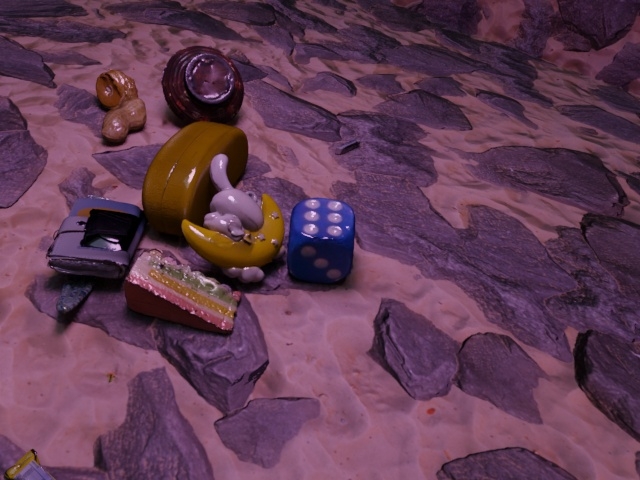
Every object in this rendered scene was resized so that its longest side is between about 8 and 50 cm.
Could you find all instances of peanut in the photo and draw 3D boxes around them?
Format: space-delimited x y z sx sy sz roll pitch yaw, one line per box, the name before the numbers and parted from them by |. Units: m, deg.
peanut | -0.548 -0.337 1.517 0.089 0.089 0.193 18 45 8

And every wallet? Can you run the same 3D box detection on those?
wallet | -0.464 -0.014 1.139 0.170 0.069 0.231 11 31 -11

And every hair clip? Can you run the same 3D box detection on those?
hair clip | -0.483 0.079 1.073 0.066 0.036 0.229 6 29 -14

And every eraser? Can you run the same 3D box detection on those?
eraser | 0.082 -0.283 1.627 0.019 0.027 0.099 42 50 22

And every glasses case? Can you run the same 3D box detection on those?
glasses case | -0.301 -0.171 1.301 0.141 0.173 0.371 13 40 9

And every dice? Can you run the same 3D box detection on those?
dice | 0.000 0.000 1.193 0.146 0.146 0.143 4 43 -2

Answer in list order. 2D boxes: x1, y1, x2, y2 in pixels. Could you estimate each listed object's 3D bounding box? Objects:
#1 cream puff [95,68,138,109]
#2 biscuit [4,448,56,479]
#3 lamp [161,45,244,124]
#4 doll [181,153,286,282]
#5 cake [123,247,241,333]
cream puff | -0.598 -0.441 1.605 0.133 0.119 0.104 43 25 -2
biscuit | -0.334 0.393 0.751 0.292 0.026 0.048 30 48 22
lamp | -0.344 -0.447 1.586 0.247 0.247 0.247 6 40 -5
doll | -0.180 -0.037 1.175 0.252 0.111 0.237 38 55 -13
cake | -0.275 0.115 1.079 0.225 0.090 0.109 27 37 -9
